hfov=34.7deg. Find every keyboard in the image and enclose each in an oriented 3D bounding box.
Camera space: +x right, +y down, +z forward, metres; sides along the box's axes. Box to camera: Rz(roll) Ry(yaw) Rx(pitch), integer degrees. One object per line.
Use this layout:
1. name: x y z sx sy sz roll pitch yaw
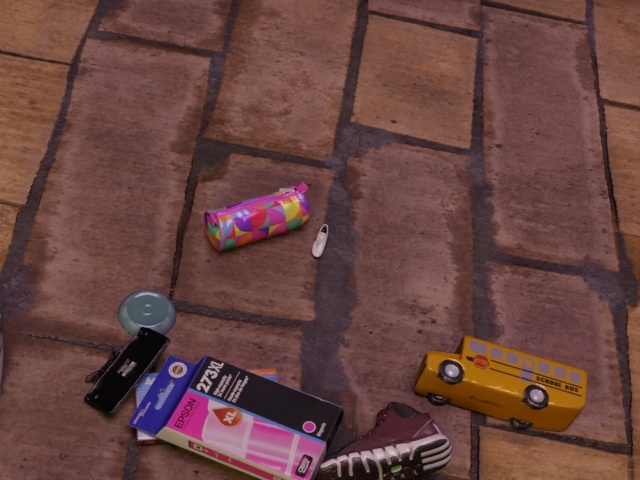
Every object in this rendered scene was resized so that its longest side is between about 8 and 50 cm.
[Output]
1. keyboard: -0.381 0.253 2.008 0.100 0.038 0.192 26 63 23

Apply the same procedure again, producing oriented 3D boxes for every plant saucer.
1. plant saucer: -0.355 0.146 2.107 0.119 0.021 0.119 6 52 -8

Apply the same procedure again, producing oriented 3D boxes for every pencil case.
1. pencil case: -0.138 -0.054 2.255 0.236 0.104 0.104 -21 61 -24

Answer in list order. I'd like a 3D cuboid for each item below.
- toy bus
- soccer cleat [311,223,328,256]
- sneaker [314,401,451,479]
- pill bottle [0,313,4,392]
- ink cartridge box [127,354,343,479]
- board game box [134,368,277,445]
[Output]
1. toy bus: 0.369 0.291 2.103 0.333 0.108 0.130 16 52 0
2. soccer cleat: 0.000 0.000 2.283 0.029 0.035 0.083 19 52 2
3. sneaker: 0.101 0.399 1.990 0.281 0.106 0.162 -11 32 -7
4. pill bottle: -0.749 0.214 1.872 0.319 0.176 0.176 1 54 -12
5. ink cartridge box: -0.160 0.331 1.927 0.371 0.069 0.175 18 51 13
6. board game box: -0.219 0.323 2.002 0.281 0.027 0.145 0 55 -12
